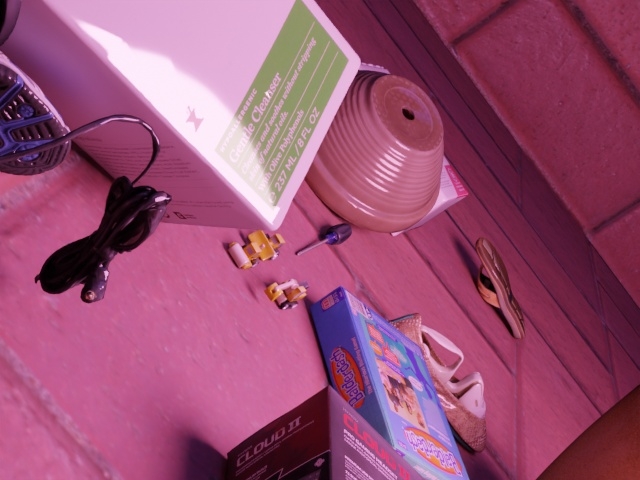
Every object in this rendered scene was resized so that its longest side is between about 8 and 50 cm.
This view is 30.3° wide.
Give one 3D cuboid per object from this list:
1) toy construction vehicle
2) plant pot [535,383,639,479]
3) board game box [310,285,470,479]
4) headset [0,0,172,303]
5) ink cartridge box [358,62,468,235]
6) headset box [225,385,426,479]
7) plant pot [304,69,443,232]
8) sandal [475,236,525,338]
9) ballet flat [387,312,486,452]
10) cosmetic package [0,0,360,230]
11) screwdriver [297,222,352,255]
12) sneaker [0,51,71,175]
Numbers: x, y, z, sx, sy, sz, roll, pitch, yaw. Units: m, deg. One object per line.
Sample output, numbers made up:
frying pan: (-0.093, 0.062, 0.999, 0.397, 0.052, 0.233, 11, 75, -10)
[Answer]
toy construction vehicle: (-0.046, 0.024, 1.184, 0.086, 0.035, 0.098, 59, 18, 13)
plant pot: (0.298, 0.300, 1.208, 0.237, 0.254, 0.237, 48, 19, -23)
board game box: (0.073, 0.167, 1.213, 0.160, 0.047, 0.210, 39, 23, -41)
headset: (-0.268, -0.096, 0.680, 0.394, 0.185, 0.243, 30, 47, -22)
ink cartridge box: (0.101, -0.136, 1.748, 0.237, 0.100, 0.172, 57, 18, 5)
headset box: (0.034, 0.261, 0.837, 0.218, 0.110, 0.293, 47, 19, -22)
plant pot: (0.083, -0.137, 1.543, 0.237, 0.110, 0.237, 21, 52, -29)
sandal: (0.283, 0.083, 1.920, 0.180, 0.049, 0.072, 66, 21, -13)
ballet flat: (0.149, 0.164, 1.379, 0.206, 0.067, 0.073, 48, 18, -21)
cosmetic package: (-0.150, -0.186, 0.944, 0.365, 0.155, 0.197, 45, 61, -42)
screwdriver: (0.000, 0.000, 1.385, 0.025, 0.024, 0.170, 29, 18, 18)
sneaker: (-0.259, -0.127, 0.840, 0.211, 0.080, 0.081, 43, 23, -34)
